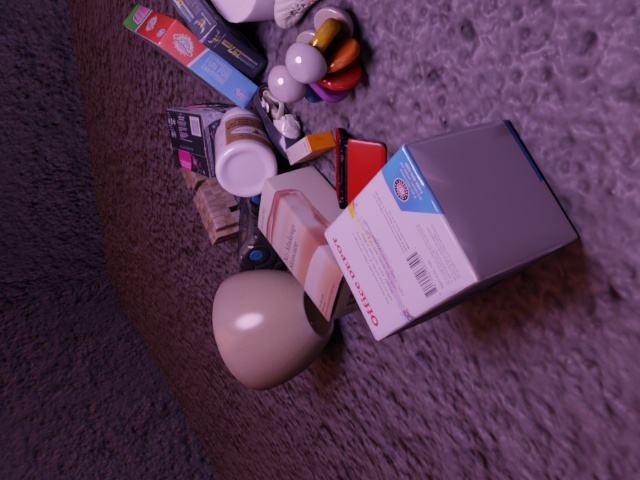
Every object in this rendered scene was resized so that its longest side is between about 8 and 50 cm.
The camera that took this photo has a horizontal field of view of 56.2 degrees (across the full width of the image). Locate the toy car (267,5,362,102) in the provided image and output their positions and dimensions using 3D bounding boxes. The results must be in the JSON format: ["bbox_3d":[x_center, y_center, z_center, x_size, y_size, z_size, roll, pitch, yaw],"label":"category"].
[{"bbox_3d":[0.005,-0.311,1.073,0.136,0.159,0.182,38,153,-14],"label":"toy car"}]

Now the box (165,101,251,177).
[{"bbox_3d":[-0.282,-0.269,1.555,0.247,0.142,0.163,21,122,53],"label":"box"}]

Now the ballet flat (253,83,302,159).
[{"bbox_3d":[-0.089,-0.263,1.306,0.203,0.074,0.074,60,149,24],"label":"ballet flat"}]

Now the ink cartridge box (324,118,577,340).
[{"bbox_3d":[0.170,-0.007,0.873,0.198,0.197,0.270,64,149,13],"label":"ink cartridge box"}]

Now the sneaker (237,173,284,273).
[{"bbox_3d":[-0.145,-0.044,1.498,0.139,0.125,0.340,-113,29,-47],"label":"sneaker"}]

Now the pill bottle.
[{"bbox_3d":[-0.170,-0.208,1.340,0.229,0.131,0.131,-105,17,-53],"label":"pill bottle"}]

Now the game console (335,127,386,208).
[{"bbox_3d":[0.075,-0.135,1.153,0.124,0.085,0.143,-96,5,-64],"label":"game console"}]

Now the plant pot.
[{"bbox_3d":[-0.082,0.184,1.378,0.191,0.284,0.283,-21,87,28],"label":"plant pot"}]

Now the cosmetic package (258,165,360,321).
[{"bbox_3d":[0.000,0.000,1.234,0.296,0.129,0.153,50,145,34],"label":"cosmetic package"}]

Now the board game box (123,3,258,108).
[{"bbox_3d":[-0.310,-0.436,1.410,0.064,0.242,0.316,-54,40,3],"label":"board game box"}]

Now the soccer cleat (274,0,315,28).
[{"bbox_3d":[-0.033,-0.457,1.110,0.076,0.068,0.196,60,146,15],"label":"soccer cleat"}]

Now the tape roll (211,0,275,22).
[{"bbox_3d":[-0.146,-0.584,1.196,0.286,0.100,0.286,35,135,46],"label":"tape roll"}]

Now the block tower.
[{"bbox_3d":[-0.327,-0.162,1.739,0.335,0.097,0.091,63,149,12],"label":"block tower"}]

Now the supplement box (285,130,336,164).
[{"bbox_3d":[-0.021,-0.190,1.235,0.098,0.062,0.036,-18,91,61],"label":"supplement box"}]

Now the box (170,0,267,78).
[{"bbox_3d":[-0.238,-0.482,1.329,0.059,0.183,0.232,-44,62,15],"label":"box"}]
